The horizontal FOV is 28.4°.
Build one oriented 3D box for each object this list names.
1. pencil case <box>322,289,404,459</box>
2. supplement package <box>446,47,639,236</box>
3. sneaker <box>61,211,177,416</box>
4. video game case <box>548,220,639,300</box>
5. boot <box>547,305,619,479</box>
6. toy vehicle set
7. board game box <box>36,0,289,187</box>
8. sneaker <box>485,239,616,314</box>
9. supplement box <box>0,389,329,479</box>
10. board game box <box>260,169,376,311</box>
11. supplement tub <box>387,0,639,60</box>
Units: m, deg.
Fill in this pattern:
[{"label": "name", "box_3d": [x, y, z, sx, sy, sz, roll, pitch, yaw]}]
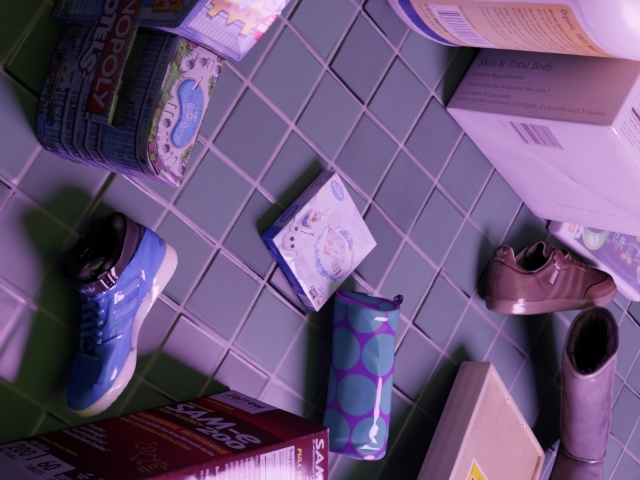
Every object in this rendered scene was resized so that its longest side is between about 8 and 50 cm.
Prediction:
[{"label": "pencil case", "box_3d": [0.037, 0.122, 1.157, 0.064, 0.070, 0.152, 5, 100, -5]}, {"label": "supplement package", "box_3d": [0.300, -0.168, 1.237, 0.198, 0.199, 0.263, 44, 70, -39]}, {"label": "sneaker", "box_3d": [-0.170, 0.051, 0.955, 0.084, 0.058, 0.152, 42, 67, -46]}, {"label": "video game case", "box_3d": [0.342, -0.046, 1.426, 0.190, 0.022, 0.173, 34, 77, -42]}, {"label": "boot", "box_3d": [0.275, 0.201, 1.322, 0.209, 0.076, 0.190, 92, 8, -47]}, {"label": "toy vehicle set", "box_3d": [0.147, 0.274, 1.256, 0.166, 0.035, 0.267, 58, 44, -35]}, {"label": "board game box", "box_3d": [-0.113, -0.142, 0.872, 0.060, 0.194, 0.194, 23, 84, -43]}, {"label": "sneaker", "box_3d": [0.249, 0.034, 1.330, 0.188, 0.066, 0.071, -6, 103, -42]}, {"label": "supplement box", "box_3d": [-0.123, 0.185, 0.983, 0.239, 0.130, 0.073, -8, 105, -42]}, {"label": "board game box", "box_3d": [0.000, 0.000, 1.126, 0.090, 0.020, 0.090, -47, 126, -23]}, {"label": "supplement tub", "box_3d": [0.217, -0.269, 1.058, 0.228, 0.316, 0.228, -12, 108, -40]}]
